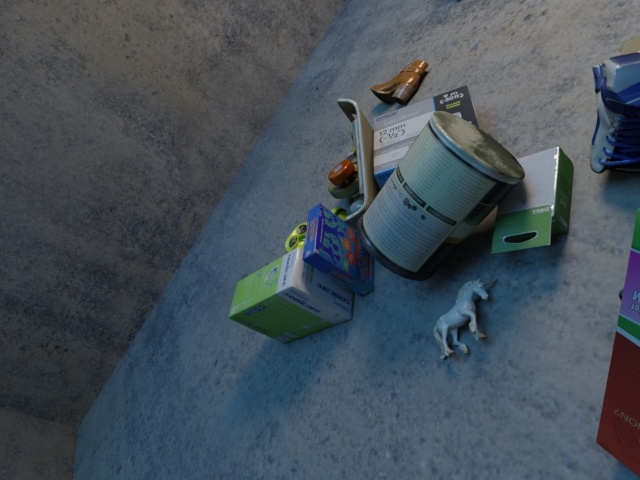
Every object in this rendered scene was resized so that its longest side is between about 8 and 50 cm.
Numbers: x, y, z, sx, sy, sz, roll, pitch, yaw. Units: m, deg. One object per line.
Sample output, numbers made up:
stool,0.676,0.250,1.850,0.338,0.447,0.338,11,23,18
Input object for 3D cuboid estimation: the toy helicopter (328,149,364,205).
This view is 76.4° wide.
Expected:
toy helicopter,0.162,-0.266,1.272,0.355,0.140,0.235,-44,21,2

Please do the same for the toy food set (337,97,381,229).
toy food set,0.096,-0.178,1.038,0.092,0.219,0.307,-8,78,20

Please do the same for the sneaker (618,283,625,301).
sneaker,0.455,0.042,0.520,0.121,0.108,0.303,-2,61,50

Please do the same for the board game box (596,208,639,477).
board game box,0.392,0.142,0.351,0.064,0.317,0.242,-17,25,-17

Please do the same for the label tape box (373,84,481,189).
label tape box,0.265,-0.279,1.034,0.248,0.115,0.348,-14,49,22

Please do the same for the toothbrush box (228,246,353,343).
toothbrush box,-0.081,0.161,1.102,0.283,0.206,0.122,-29,40,40

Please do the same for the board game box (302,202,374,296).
board game box,0.053,0.026,1.030,0.047,0.210,0.160,-31,39,36

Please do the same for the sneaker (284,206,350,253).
sneaker,0.000,0.000,1.163,0.295,0.109,0.124,-31,-20,-52

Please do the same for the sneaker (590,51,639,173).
sneaker,0.480,-0.182,0.602,0.127,0.183,0.315,-2,16,29

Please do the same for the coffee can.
coffee can,0.226,-0.083,0.813,0.276,0.201,0.202,-57,24,36

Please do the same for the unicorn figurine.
unicorn figurine,0.265,0.142,0.754,0.162,0.060,0.111,-40,34,27

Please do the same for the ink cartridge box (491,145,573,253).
ink cartridge box,0.394,-0.061,0.756,0.108,0.062,0.210,-13,51,51

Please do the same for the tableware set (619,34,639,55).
tableware set,0.643,-0.364,0.722,0.168,0.020,0.141,-38,36,27

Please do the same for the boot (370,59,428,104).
boot,0.272,-0.551,1.404,0.153,0.072,0.197,-57,42,3
